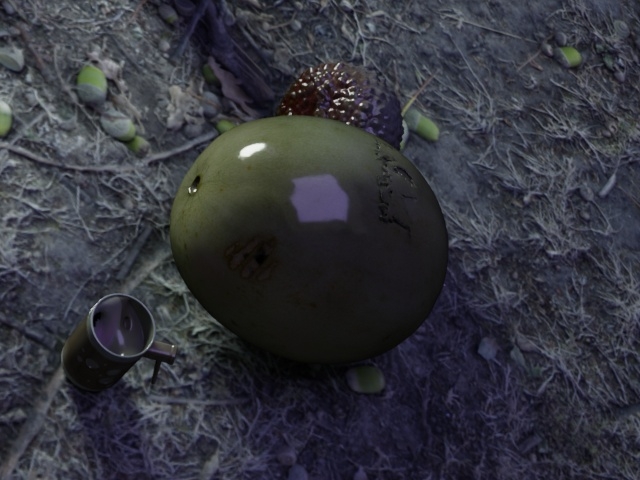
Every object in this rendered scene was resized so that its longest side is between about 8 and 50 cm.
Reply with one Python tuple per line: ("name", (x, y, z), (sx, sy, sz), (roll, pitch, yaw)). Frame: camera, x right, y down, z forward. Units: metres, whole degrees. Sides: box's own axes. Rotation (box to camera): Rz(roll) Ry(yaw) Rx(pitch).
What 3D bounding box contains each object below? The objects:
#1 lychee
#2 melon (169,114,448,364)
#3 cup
("lychee", (0.021, -0.138, 1.859), (0.165, 0.165, 0.197), (62, 17, 14))
("melon", (0.000, 0.000, 1.695), (0.330, 0.268, 0.268), (26, 51, -26))
("cup", (-0.212, 0.109, 1.605), (0.102, 0.099, 0.074), (-1, 63, -33))
